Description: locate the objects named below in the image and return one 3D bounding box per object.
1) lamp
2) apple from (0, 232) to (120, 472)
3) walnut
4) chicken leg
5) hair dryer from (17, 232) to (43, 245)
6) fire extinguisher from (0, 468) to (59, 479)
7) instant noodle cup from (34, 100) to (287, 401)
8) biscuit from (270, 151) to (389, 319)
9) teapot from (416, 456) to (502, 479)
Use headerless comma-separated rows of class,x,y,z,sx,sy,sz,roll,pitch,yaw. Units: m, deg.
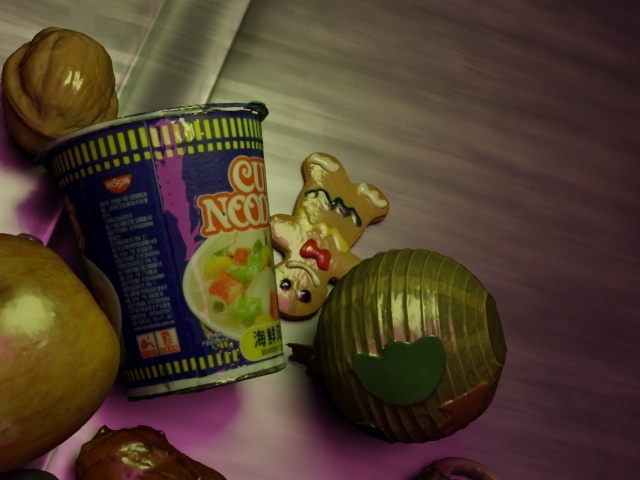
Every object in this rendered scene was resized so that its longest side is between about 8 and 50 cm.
lamp,0.088,0.135,1.371,0.284,0.250,0.250,-10,74,18
apple,-0.349,0.118,1.180,0.264,0.264,0.264,6,72,-20
walnut,-0.319,-0.182,1.338,0.149,0.166,0.166,25,66,-23
chicken leg,-0.144,0.298,1.305,0.304,0.093,0.113,21,57,-19
hair dryer,-0.399,0.014,1.316,0.114,0.037,0.063,18,67,-8
fire extinguisher,-0.270,0.431,1.120,0.113,0.200,0.376,-31,49,8
instant noodle cup,-0.167,0.020,1.292,0.284,0.284,0.312,-11,87,-24
biscuit,0.001,-0.001,1.477,0.158,0.035,0.240,29,65,-9
teapot,0.186,0.346,1.405,0.146,0.116,0.148,33,69,2
